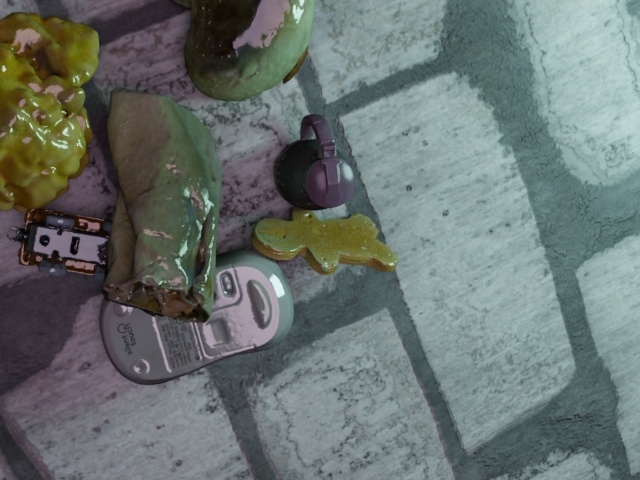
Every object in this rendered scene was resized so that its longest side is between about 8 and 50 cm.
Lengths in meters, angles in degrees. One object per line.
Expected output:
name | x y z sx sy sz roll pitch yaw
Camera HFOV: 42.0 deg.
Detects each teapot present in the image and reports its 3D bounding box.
teapot | 0.004 -0.113 1.311 0.116 0.146 0.148 23 94 -21

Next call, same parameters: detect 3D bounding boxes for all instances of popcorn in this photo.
popcorn | -0.425 -0.172 1.123 0.332 0.225 0.265 -44 107 -18

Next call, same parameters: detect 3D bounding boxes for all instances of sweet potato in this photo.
sweet potato | -0.039 -0.292 1.318 0.034 0.034 0.095 15 99 -21

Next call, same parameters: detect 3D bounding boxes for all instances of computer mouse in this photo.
computer mouse | -0.192 0.112 1.314 0.297 0.121 0.184 -19 100 0

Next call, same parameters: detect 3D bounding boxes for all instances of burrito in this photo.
burrito | -0.211 -0.061 1.180 0.190 0.135 0.331 16 66 -41

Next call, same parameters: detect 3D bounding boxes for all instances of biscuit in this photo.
biscuit | 0.000 0.000 1.341 0.234 0.153 0.030 -1 128 -27

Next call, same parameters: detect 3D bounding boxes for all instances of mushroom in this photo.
mushroom | -0.121 -0.375 1.215 0.248 0.130 0.344 7 100 -12

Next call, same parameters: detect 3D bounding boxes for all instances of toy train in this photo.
toy train | -0.346 0.007 1.233 0.219 0.127 0.089 9 91 -16
